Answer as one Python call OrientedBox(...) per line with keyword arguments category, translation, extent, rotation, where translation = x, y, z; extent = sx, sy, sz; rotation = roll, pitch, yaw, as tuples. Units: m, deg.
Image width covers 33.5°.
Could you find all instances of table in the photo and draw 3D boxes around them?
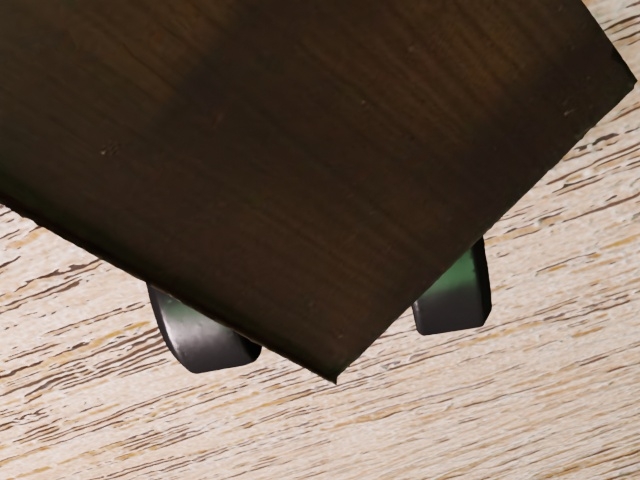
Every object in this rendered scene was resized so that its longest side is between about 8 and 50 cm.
OrientedBox(category="table", translation=(-0.063, -0.127, 0.417), extent=(0.196, 0.250, 0.282), rotation=(-47, 135, 7))

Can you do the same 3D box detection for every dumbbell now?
OrientedBox(category="dumbbell", translation=(0.000, 0.000, 0.727), extent=(0.218, 0.152, 0.152), rotation=(-10, 144, 6))
